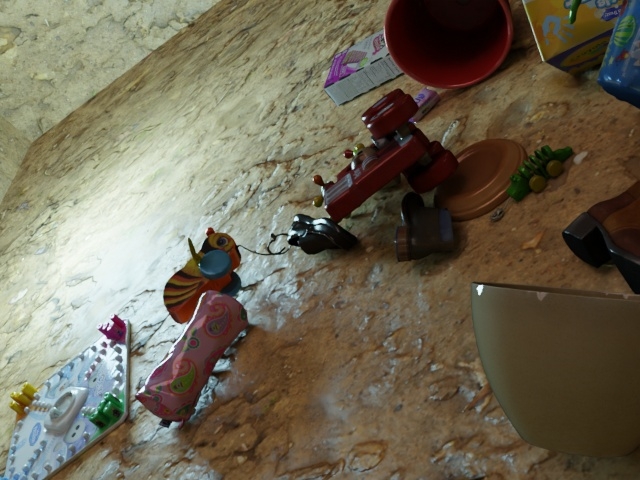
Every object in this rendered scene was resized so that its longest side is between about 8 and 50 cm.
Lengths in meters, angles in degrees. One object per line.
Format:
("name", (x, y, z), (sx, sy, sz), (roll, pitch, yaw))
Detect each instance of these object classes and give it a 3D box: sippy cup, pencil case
("sippy cup", (0.547, -0.307, 1.372), (0.305, 0.240, 0.224), (34, 101, 50))
("pencil case", (-0.257, 0.240, 1.830), (0.124, 0.124, 0.284), (-3, 49, 50))

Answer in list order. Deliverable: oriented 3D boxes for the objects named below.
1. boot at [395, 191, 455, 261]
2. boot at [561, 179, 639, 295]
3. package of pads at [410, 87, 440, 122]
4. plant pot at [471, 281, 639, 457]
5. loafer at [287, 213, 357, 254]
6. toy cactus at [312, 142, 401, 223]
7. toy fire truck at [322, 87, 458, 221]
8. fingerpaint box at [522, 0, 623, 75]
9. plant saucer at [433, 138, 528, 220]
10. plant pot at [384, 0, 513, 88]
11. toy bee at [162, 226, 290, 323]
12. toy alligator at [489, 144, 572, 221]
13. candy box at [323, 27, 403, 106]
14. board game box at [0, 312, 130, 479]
("boot", (0.203, -0.028, 1.672), (0.106, 0.082, 0.219), (-3, 31, 14))
("boot", (0.526, -0.040, 1.277), (0.280, 0.096, 0.264), (-37, 21, -3))
("package of pads", (0.225, -0.305, 2.019), (0.083, 0.032, 0.050), (-45, 26, -2))
("plant pot", (0.321, 0.157, 1.103), (0.284, 0.284, 0.190), (5, 91, 54))
("loafer", (0.000, 0.000, 1.870), (0.078, 0.080, 0.220), (-60, 26, -9))
("toy cactus", (0.083, -0.133, 1.920), (0.181, 0.112, 0.219), (-8, 35, 33))
("toy fire truck", (0.107, -0.149, 1.737), (0.254, 0.169, 0.302), (-36, 12, 6))
("fingerpaint box", (0.570, -0.562, 1.601), (0.445, 0.163, 0.370), (-24, 75, 33))
("plant saucer", (0.294, -0.123, 1.691), (0.200, 0.037, 0.200), (-31, 32, 22))
("plant pot", (0.299, -0.506, 1.988), (0.275, 0.275, 0.243), (-24, 24, 31))
("toy bee", (-0.233, 0.054, 1.992), (0.298, 0.195, 0.162), (-20, 44, -30))
("toy alligator", (0.360, -0.111, 1.576), (0.190, 0.051, 0.056), (-41, 29, 4))
("candy box", (0.129, -0.457, 2.297), (0.234, 0.071, 0.159), (-22, 35, 33))
("board game box", (-0.616, 0.393, 2.138), (0.390, 0.050, 0.390), (-38, 29, 11))
